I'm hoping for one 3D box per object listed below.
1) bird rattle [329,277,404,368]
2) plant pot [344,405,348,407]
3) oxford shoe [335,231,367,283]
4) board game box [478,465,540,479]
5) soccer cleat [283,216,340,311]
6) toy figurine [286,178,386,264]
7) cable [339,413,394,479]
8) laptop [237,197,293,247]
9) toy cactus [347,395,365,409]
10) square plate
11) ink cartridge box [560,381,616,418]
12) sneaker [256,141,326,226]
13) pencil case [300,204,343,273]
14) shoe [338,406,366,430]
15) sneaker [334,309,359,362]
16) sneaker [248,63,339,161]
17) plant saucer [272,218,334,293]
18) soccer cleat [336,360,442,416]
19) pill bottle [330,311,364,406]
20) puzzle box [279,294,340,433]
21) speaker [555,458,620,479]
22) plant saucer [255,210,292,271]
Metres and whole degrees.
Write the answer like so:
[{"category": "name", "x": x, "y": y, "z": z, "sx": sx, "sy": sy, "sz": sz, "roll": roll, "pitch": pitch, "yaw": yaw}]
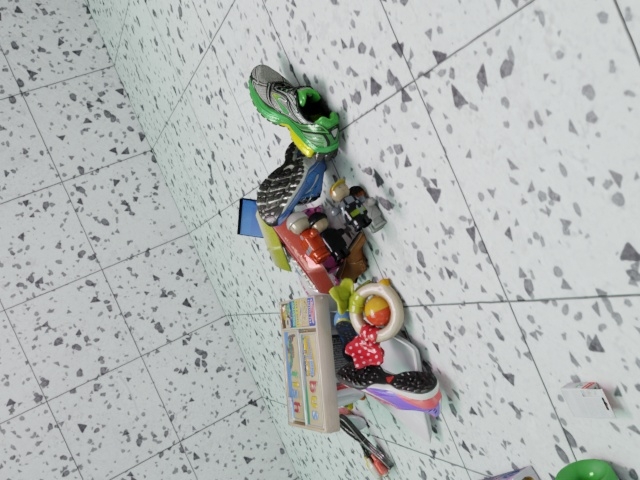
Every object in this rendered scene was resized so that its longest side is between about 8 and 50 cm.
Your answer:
[{"category": "bird rattle", "x": 0.136, "y": 0.214, "z": 1.832, "sx": 0.207, "sy": 0.143, "sz": 0.253, "roll": -32, "pitch": 64, "yaw": 33}, {"category": "plant pot", "x": 0.077, "y": 0.573, "z": 2.444, "sx": 0.079, "sy": 0.083, "sz": 0.083, "roll": 30, "pitch": 140, "yaw": 36}, {"category": "oxford shoe", "x": 0.104, "y": 0.050, "z": 1.885, "sx": 0.076, "sy": 0.076, "sz": 0.212, "roll": 28, "pitch": 145, "yaw": 9}, {"category": "board game box", "x": 0.517, "y": 0.736, "z": 1.646, "sx": 0.318, "sy": 0.066, "sz": 0.318, "roll": 58, "pitch": 156, "yaw": 17}, {"category": "soccer cleat", "x": -0.044, "y": 0.078, "z": 2.092, "sx": 0.331, "sy": 0.116, "sz": 0.143, "roll": 63, "pitch": -165, "yaw": 8}, {"category": "toy figurine", "x": 0.041, "y": -0.051, "z": 1.691, "sx": 0.209, "sy": 0.213, "sz": 0.148, "roll": -40, "pitch": 75, "yaw": 20}, {"category": "cable", "x": 0.157, "y": 0.747, "z": 2.377, "sx": 0.287, "sy": 0.072, "sz": 0.139, "roll": 48, "pitch": 155, "yaw": 0}, {"category": "laptop", "x": -0.163, "y": -0.009, "z": 2.293, "sx": 0.264, "sy": 0.136, "sz": 0.234, "roll": 56, "pitch": 156, "yaw": 22}, {"category": "toy cactus", "x": 0.087, "y": 0.481, "z": 2.323, "sx": 0.219, "sy": 0.112, "sz": 0.180, "roll": 89, "pitch": 167, "yaw": -49}, {"category": "square plate", "x": 0.210, "y": 0.384, "z": 1.986, "sx": 0.347, "sy": 0.049, "sz": 0.344, "roll": 30, "pitch": 139, "yaw": 55}, {"category": "ink cartridge box", "x": 0.515, "y": 0.303, "z": 1.263, "sx": 0.063, "sy": 0.029, "sz": 0.115, "roll": 65, "pitch": 156, "yaw": 3}, {"category": "sneaker", "x": -0.055, "y": -0.139, "z": 1.772, "sx": 0.130, "sy": 0.330, "sz": 0.147, "roll": -3, "pitch": 129, "yaw": 32}, {"category": "pencil case", "x": 0.000, "y": 0.000, "z": 2.011, "sx": 0.095, "sy": 0.098, "sz": 0.209, "roll": -85, "pitch": -31, "yaw": -85}, {"category": "shoe", "x": 0.106, "y": 0.661, "z": 2.481, "sx": 0.178, "sy": 0.081, "sz": 0.063, "roll": -12, "pitch": 106, "yaw": 37}, {"category": "sneaker", "x": 0.090, "y": 0.285, "z": 2.025, "sx": 0.082, "sy": 0.069, "sz": 0.209, "roll": -88, "pitch": -15, "yaw": -51}, {"category": "sneaker", "x": -0.061, "y": -0.368, "z": 1.754, "sx": 0.343, "sy": 0.134, "sz": 0.146, "roll": 44, "pitch": 144, "yaw": 23}, {"category": "plant saucer", "x": -0.058, "y": 0.033, "z": 1.872, "sx": 0.259, "sy": 0.048, "sz": 0.258, "roll": 51, "pitch": 175, "yaw": 22}, {"category": "soccer cleat", "x": 0.184, "y": 0.410, "z": 1.825, "sx": 0.318, "sy": 0.108, "sz": 0.116, "roll": 2, "pitch": 123, "yaw": 37}, {"category": "pill bottle", "x": 0.033, "y": 0.388, "z": 2.169, "sx": 0.161, "sy": 0.161, "sz": 0.283, "roll": 110, "pitch": 149, "yaw": -59}, {"category": "puzzle box", "x": -0.040, "y": 0.382, "z": 2.074, "sx": 0.272, "sy": 0.052, "sz": 0.409, "roll": -19, "pitch": 74, "yaw": 61}, {"category": "speaker", "x": 0.568, "y": 0.590, "z": 1.307, "sx": 0.296, "sy": 0.131, "sz": 0.131, "roll": 67, "pitch": 157, "yaw": -5}, {"category": "plant saucer", "x": -0.153, "y": -0.007, "z": 2.092, "sx": 0.188, "sy": 0.045, "sz": 0.188, "roll": 75, "pitch": 174, "yaw": -63}]
